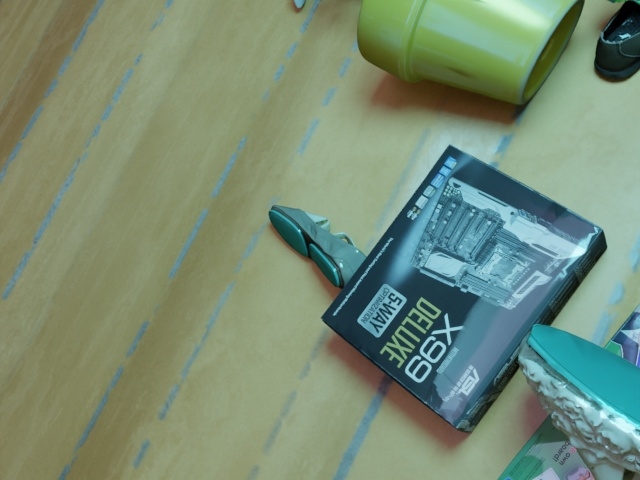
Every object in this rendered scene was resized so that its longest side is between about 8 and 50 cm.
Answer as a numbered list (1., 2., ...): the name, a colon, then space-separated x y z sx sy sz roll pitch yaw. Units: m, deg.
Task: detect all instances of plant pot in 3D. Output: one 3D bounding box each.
1. plant pot: 0.218 -0.315 1.007 0.239 0.254 0.254 33 88 17

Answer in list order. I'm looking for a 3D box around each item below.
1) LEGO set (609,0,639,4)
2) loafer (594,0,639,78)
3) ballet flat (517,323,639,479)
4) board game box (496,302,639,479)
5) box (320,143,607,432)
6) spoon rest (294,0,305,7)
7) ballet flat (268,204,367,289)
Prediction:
1. LEGO set: 0.505 -0.407 0.857 0.331 0.192 0.255 -41 71 -11
2. loafer: 0.455 -0.318 0.968 0.080 0.078 0.220 38 91 33
3. ballet flat: 0.363 0.235 0.724 0.409 0.147 0.147 29 86 32
4. board game box: 0.368 0.245 0.815 0.213 0.046 0.317 40 91 32
5. box: 0.185 0.059 0.962 0.242 0.076 0.307 37 90 32
6. spoon rest: 0.069 -0.469 1.213 0.276 0.084 0.137 -7 52 26
7. ballet flat: 0.000 0.000 1.089 0.068 0.072 0.213 -29 43 -19
